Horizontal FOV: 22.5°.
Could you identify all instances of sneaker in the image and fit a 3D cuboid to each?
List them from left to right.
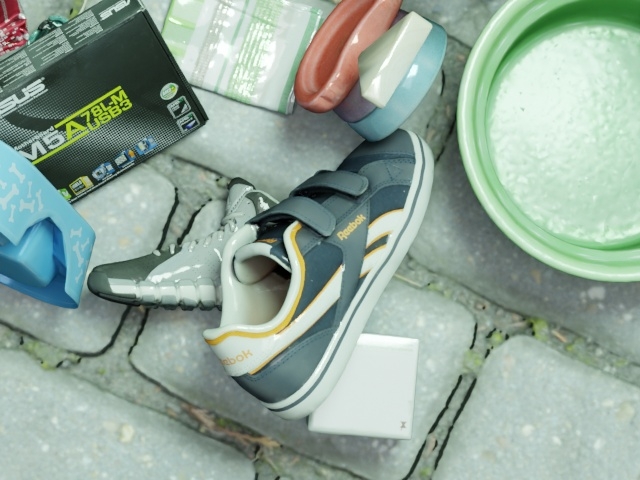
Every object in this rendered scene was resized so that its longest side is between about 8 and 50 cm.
[{"bbox_3d":[-0.112,0.002,1.583,0.229,0.086,0.132,4,83,-11],"label":"sneaker"},{"bbox_3d":[0.000,0.000,1.503,0.127,0.126,0.321,41,58,-26],"label":"sneaker"}]

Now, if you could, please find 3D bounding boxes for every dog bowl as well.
[{"bbox_3d":[-0.306,-0.030,1.479,0.166,0.297,0.074,20,74,22],"label":"dog bowl"}]

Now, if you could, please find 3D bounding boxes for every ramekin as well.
[{"bbox_3d":[0.275,-0.109,1.556,0.303,0.148,0.303,0,87,-1],"label":"ramekin"}]

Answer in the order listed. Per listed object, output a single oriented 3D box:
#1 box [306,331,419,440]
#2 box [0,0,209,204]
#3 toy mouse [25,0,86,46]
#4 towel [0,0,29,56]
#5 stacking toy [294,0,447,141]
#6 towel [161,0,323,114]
[{"bbox_3d":[0.041,0.140,1.571,0.101,0.087,0.102,6,88,-1],"label":"box"},{"bbox_3d":[-0.221,-0.129,1.534,0.191,0.184,0.045,-31,57,-3],"label":"box"},{"bbox_3d":[-0.235,-0.182,1.605,0.161,0.031,0.143,0,88,-2],"label":"toy mouse"},{"bbox_3d":[-0.397,-0.147,1.526,0.275,0.199,0.031,-33,113,-2],"label":"towel"},{"bbox_3d":[0.123,-0.215,1.475,0.130,0.279,0.309,32,95,-19],"label":"stacking toy"},{"bbox_3d":[-0.083,-0.200,1.614,0.152,0.023,0.113,18,87,0],"label":"towel"}]
